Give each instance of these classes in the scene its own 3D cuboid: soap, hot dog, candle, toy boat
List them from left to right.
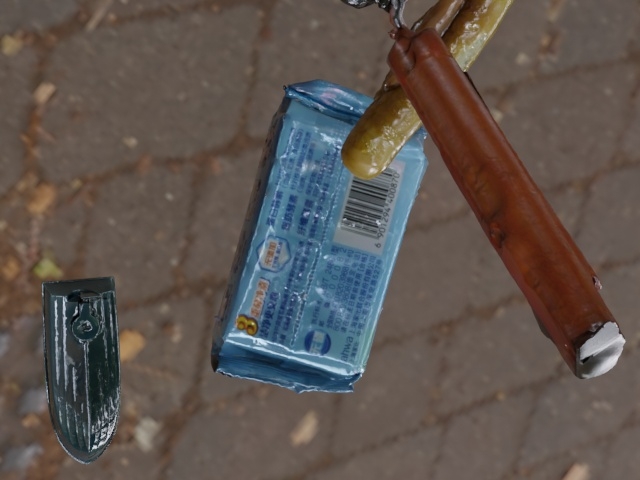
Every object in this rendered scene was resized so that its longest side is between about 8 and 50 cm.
[{"bbox_3d":[-0.172,0.097,1.335,0.055,0.060,0.141,-5,104,-14],"label":"toy boat"},{"bbox_3d":[0.000,0.000,1.739,0.156,0.077,0.293,17,89,-11],"label":"soap"},{"bbox_3d":[0.053,-0.089,0.907,0.028,0.044,0.137,38,86,-20],"label":"hot dog"},{"bbox_3d":[0.041,-0.028,0.513,0.021,0.167,0.026,-39,140,13],"label":"candle"}]
